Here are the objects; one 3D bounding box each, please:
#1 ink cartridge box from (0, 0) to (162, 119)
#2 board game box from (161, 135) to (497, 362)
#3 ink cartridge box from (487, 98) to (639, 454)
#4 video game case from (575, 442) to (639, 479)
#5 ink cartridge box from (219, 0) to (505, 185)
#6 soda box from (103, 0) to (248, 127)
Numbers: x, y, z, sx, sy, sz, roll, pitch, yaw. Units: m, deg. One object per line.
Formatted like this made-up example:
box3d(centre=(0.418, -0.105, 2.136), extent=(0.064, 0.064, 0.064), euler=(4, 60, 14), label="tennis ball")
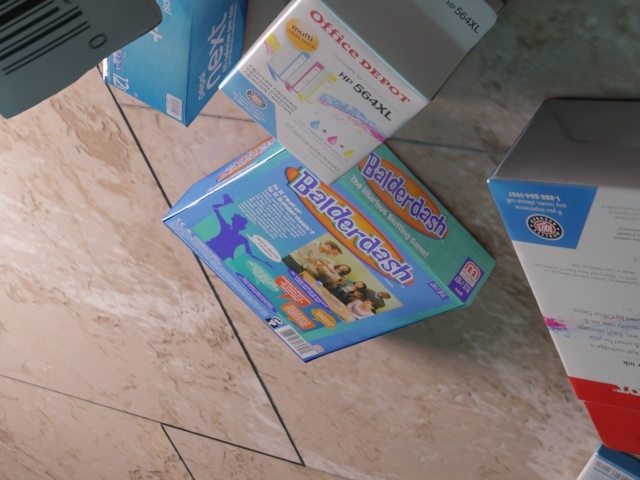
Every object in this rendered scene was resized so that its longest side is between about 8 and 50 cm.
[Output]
box3d(centre=(-0.224, -0.263, 0.696), extent=(0.308, 0.091, 0.385), euler=(61, 174, -34), label="ink cartridge box")
box3d(centre=(0.000, 0.000, 1.034), extent=(0.160, 0.047, 0.210), euler=(46, 147, -13), label="board game box")
box3d(centre=(0.203, 0.032, 0.850), extent=(0.134, 0.078, 0.231), euler=(7, 137, 39), label="ink cartridge box")
box3d(centre=(0.241, 0.223, 1.120), extent=(0.119, 0.015, 0.166), euler=(29, 147, 11), label="video game case")
box3d(centre=(0.025, -0.113, 0.825), extent=(0.092, 0.090, 0.143), euler=(41, 148, -7), label="ink cartridge box")
box3d(centre=(-0.084, -0.168, 0.877), extent=(0.067, 0.071, 0.210), euler=(29, 147, 11), label="soda box")
